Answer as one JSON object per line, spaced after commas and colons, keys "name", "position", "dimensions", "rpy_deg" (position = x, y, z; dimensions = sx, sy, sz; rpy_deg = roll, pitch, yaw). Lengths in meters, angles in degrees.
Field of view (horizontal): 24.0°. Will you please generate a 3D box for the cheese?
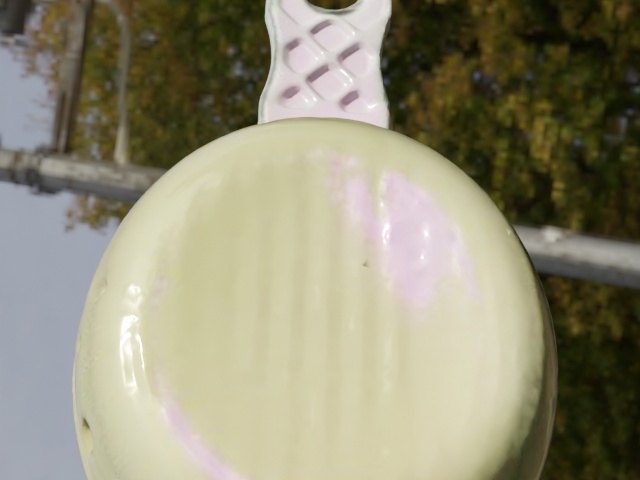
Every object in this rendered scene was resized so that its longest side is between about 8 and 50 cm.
{"name": "cheese", "position": [0.000, 0.000, 0.451], "dimensions": [0.064, 0.137, 0.227], "rpy_deg": [101, 172, -59]}
